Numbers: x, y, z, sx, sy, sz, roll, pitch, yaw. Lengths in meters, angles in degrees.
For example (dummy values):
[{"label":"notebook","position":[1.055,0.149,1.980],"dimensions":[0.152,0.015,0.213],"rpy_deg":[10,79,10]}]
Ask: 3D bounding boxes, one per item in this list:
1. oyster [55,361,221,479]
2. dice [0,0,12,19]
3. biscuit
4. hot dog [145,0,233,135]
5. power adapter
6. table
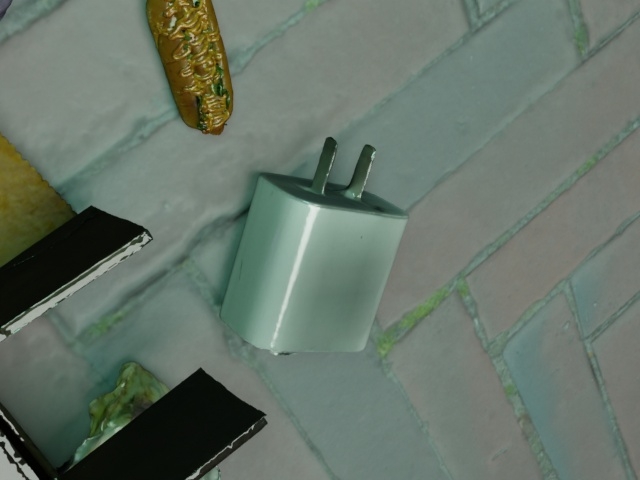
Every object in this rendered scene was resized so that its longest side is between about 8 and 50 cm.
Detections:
[{"label":"oyster","position":[-0.251,0.316,1.083],"dimensions":[0.237,0.115,0.352],"rpy_deg":[7,103,-28]},{"label":"dice","position":[-0.389,-0.200,0.585],"dimensions":[0.270,0.271,0.270],"rpy_deg":[-39,104,-12]},{"label":"biscuit","position":[-0.362,0.008,0.862],"dimensions":[0.232,0.013,0.237],"rpy_deg":[-43,151,-10]},{"label":"hot dog","position":[-0.133,-0.198,0.950],"dimensions":[0.072,0.055,0.188],"rpy_deg":[-28,126,-20]},{"label":"power adapter","position":[0.000,0.000,1.094],"dimensions":[0.187,0.124,0.255],"rpy_deg":[5,107,-38]},{"label":"table","position":[-0.248,0.152,0.876],"dimensions":[0.282,0.196,0.251],"rpy_deg":[-36,113,-20]}]
